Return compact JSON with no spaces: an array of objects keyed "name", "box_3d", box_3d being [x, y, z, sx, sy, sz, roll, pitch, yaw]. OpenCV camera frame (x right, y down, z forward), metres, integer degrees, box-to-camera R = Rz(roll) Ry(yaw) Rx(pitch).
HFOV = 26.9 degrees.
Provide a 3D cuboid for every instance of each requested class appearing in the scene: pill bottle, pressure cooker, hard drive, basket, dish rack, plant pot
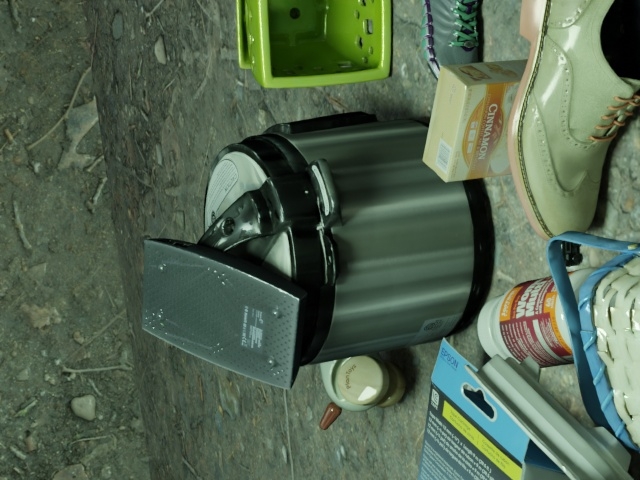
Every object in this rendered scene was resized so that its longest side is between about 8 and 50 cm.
[{"name":"pill bottle","box_3d":[0.309,0.108,1.789,0.221,0.121,0.121,-20,79,63]},{"name":"pressure cooker","box_3d":[0.002,0.005,2.041,0.375,0.421,0.369,37,131,55]},{"name":"hard drive","box_3d":[-0.135,0.096,1.888,0.255,0.054,0.172,20,123,22]},{"name":"basket","box_3d":[0.384,0.120,1.536,0.289,0.201,0.254,6,117,56]},{"name":"dish rack","box_3d":[0.337,0.276,1.652,0.333,0.072,0.285,46,180,-36]},{"name":"plant pot","box_3d":[-0.025,-0.381,2.225,0.207,0.227,0.228,-149,55,-66]}]

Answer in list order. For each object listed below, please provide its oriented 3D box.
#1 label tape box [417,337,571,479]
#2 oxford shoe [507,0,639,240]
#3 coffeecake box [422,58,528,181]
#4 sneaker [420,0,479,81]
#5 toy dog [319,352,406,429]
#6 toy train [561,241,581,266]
[{"name":"label tape box","box_3d":[0.257,0.345,1.975,0.249,0.115,0.347,40,129,53]},{"name":"oxford shoe","box_3d":[0.330,-0.170,1.662,0.147,0.140,0.396,20,125,41]},{"name":"coffeecake box","box_3d":[0.242,-0.162,1.777,0.068,0.186,0.142,49,139,48]},{"name":"sneaker","box_3d":[0.197,-0.326,1.943,0.098,0.083,0.223,-29,71,57]},{"name":"toy dog","box_3d":[0.001,0.188,2.285,0.161,0.220,0.333,-42,47,7]},{"name":"toy train","box_3d":[0.328,-0.042,1.805,0.027,0.036,0.158,7,103,63]}]
